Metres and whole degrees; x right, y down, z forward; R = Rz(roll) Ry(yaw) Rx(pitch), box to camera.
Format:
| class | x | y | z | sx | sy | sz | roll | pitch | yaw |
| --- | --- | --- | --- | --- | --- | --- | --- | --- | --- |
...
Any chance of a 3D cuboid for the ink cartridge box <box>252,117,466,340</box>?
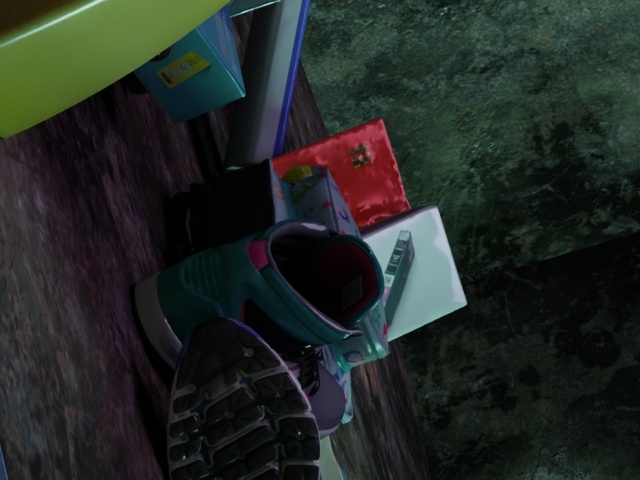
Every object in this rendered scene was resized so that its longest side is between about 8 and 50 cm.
| class | x | y | z | sx | sy | sz | roll | pitch | yaw |
| --- | --- | --- | --- | --- | --- | --- | --- | --- | --- |
| ink cartridge box | 0.016 | 0.010 | 2.109 | 0.060 | 0.275 | 0.239 | -3 | -72 | 58 |

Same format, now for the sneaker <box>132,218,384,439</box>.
| class | x | y | z | sx | sy | sz | roll | pitch | yaw |
| --- | --- | --- | --- | --- | --- | --- | --- | --- | --- |
| sneaker | -0.012 | 0.075 | 1.631 | 0.295 | 0.178 | 0.124 | 38 | 32 | -51 |

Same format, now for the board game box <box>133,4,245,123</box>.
| class | x | y | z | sx | sy | sz | roll | pitch | yaw |
| --- | --- | --- | --- | --- | --- | --- | --- | --- | --- |
| board game box | -0.189 | -0.302 | 1.657 | 0.336 | 0.079 | 0.254 | 52 | 19 | -50 |

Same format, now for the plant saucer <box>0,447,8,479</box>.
| class | x | y | z | sx | sy | sz | roll | pitch | yaw |
| --- | --- | --- | --- | --- | --- | --- | --- | --- | --- |
| plant saucer | -0.198 | 0.092 | 0.926 | 0.192 | 0.018 | 0.067 | 50 | 24 | -74 |

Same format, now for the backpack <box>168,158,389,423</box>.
| class | x | y | z | sx | sy | sz | roll | pitch | yaw |
| --- | --- | --- | --- | --- | --- | --- | --- | --- | --- |
| backpack | -0.033 | 0.065 | 1.860 | 0.225 | 0.191 | 0.253 | -100 | 176 | -56 |

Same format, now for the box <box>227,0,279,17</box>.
| class | x | y | z | sx | sy | sz | roll | pitch | yaw |
| --- | --- | --- | --- | --- | --- | --- | --- | --- | --- |
| box | -0.124 | -0.331 | 2.031 | 0.270 | 0.165 | 0.143 | -113 | -176 | -72 |

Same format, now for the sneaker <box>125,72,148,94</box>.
| class | x | y | z | sx | sy | sz | roll | pitch | yaw |
| --- | --- | --- | --- | --- | --- | --- | --- | --- | --- |
| sneaker | -0.181 | -0.208 | 1.829 | 0.170 | 0.051 | 0.089 | -94 | 170 | -55 |

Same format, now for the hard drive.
| class | x | y | z | sx | sy | sz | roll | pitch | yaw |
| --- | --- | --- | --- | --- | --- | --- | --- | --- | --- |
| hard drive | -0.056 | -0.242 | 2.241 | 0.210 | 0.040 | 0.319 | 175 | -74 | -78 |

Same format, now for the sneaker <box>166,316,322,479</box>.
| class | x | y | z | sx | sy | sz | roll | pitch | yaw |
| --- | --- | --- | --- | --- | --- | --- | --- | --- | --- |
| sneaker | -0.062 | 0.197 | 1.571 | 0.147 | 0.129 | 0.330 | -119 | -167 | -56 |

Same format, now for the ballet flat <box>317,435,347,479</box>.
| class | x | y | z | sx | sy | sz | roll | pitch | yaw |
| --- | --- | --- | --- | --- | --- | --- | --- | --- | --- |
| ballet flat | -0.023 | 0.234 | 1.974 | 0.086 | 0.086 | 0.248 | 57 | 16 | -71 |

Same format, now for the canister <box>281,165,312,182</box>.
| class | x | y | z | sx | sy | sz | roll | pitch | yaw |
| --- | --- | --- | --- | --- | --- | --- | --- | --- | --- |
| canister | -0.044 | 0.006 | 2.182 | 0.073 | 0.126 | 0.170 | 133 | -58 | -68 |

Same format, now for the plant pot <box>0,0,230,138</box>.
| class | x | y | z | sx | sy | sz | roll | pitch | yaw |
| --- | --- | --- | --- | --- | --- | --- | --- | --- | --- |
| plant pot | -0.173 | -0.207 | 1.196 | 0.212 | 0.187 | 0.212 | 40 | 35 | -80 |

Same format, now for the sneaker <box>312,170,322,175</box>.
| class | x | y | z | sx | sy | sz | roll | pitch | yaw |
| --- | --- | --- | --- | --- | --- | --- | --- | --- | --- |
| sneaker | -0.006 | 0.048 | 2.268 | 0.099 | 0.153 | 0.282 | 56 | 18 | -73 |
